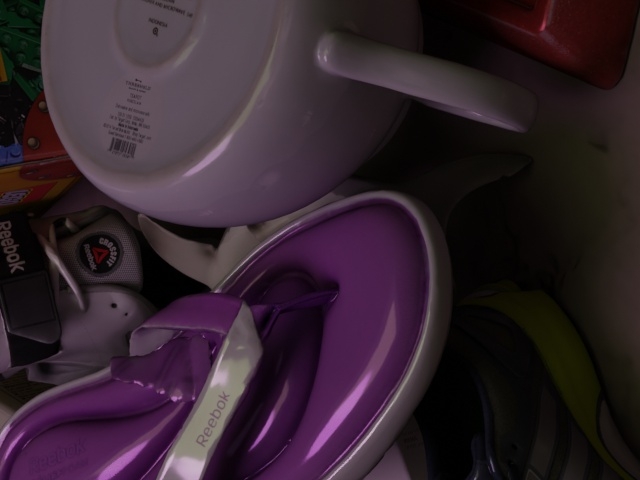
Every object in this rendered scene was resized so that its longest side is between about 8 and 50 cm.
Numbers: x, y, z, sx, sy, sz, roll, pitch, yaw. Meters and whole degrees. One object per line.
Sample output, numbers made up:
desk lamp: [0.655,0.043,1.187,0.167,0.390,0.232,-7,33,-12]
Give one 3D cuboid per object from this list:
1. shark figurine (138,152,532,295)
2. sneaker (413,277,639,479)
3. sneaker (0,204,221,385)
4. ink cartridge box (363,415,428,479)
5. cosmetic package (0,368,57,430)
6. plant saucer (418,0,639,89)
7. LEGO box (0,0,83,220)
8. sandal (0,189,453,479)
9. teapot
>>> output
shark figurine: [-0.002,-0.020,1.254,0.166,0.116,0.278,42,143,-7]
sneaker: [0.131,0.159,1.114,0.300,0.121,0.111,56,133,25]
sneaker: [-0.198,0.028,1.306,0.146,0.330,0.122,-43,62,37]
ink cartridge box: [0.047,0.168,1.251,0.115,0.067,0.198,-30,76,46]
cosmetic package: [-0.142,0.172,1.394,0.309,0.160,0.113,22,112,45]
plant saucer: [0.092,-0.247,1.141,0.258,0.048,0.259,30,119,41]
LEGO box: [-0.344,-0.163,1.422,0.500,0.193,0.372,151,107,-65]
sandal: [-0.087,0.106,1.160,0.416,0.102,0.169,-35,58,35]
teapot: [-0.026,-0.117,1.147,0.252,0.187,0.256,-38,57,32]
